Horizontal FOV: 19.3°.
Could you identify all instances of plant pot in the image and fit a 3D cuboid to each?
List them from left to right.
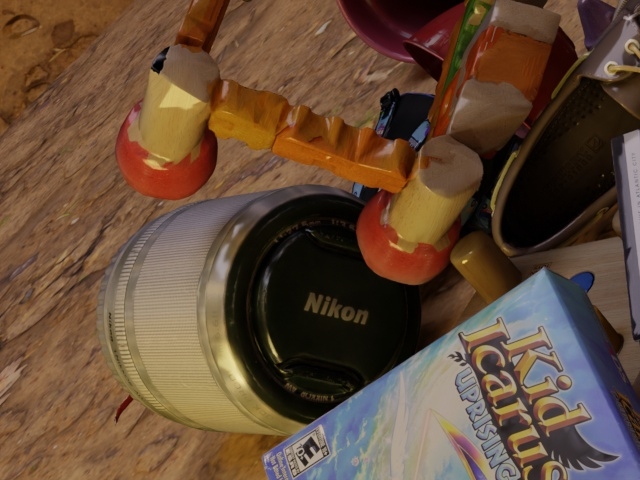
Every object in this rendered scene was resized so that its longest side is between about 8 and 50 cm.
[{"bbox_3d":[0.137,-0.329,2.198,0.201,0.201,0.180,-26,10,38],"label":"plant pot"}]

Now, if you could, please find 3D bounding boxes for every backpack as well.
[{"bbox_3d":[0.100,-0.047,1.788,0.173,0.117,0.158,-65,23,-5],"label":"backpack"}]

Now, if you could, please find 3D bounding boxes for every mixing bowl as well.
[{"bbox_3d":[0.178,-0.169,1.780,0.098,0.181,0.181,-51,21,-1],"label":"mixing bowl"}]

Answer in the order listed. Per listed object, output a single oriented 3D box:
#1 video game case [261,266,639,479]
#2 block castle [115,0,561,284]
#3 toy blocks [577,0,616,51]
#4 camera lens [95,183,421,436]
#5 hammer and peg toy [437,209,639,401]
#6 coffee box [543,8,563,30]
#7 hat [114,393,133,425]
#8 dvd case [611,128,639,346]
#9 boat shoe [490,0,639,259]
[{"bbox_3d":[0.108,0.193,1.187,0.244,0.061,0.269,-35,58,19],"label":"video game case"},{"bbox_3d":[0.037,-0.214,1.580,0.213,0.303,0.453,117,171,-67],"label":"block castle"},{"bbox_3d":[0.297,-0.265,1.654,0.309,0.260,0.288,-37,22,15],"label":"toy blocks"},{"bbox_3d":[-0.058,0.066,1.708,0.219,0.219,0.274,-52,23,-23],"label":"camera lens"},{"bbox_3d":[0.132,0.097,1.434,0.361,0.127,0.266,-13,36,53],"label":"hammer and peg toy"},{"bbox_3d":[0.198,-0.163,1.944,0.113,0.040,0.184,-33,23,24],"label":"coffee box"},{"bbox_3d":[-0.103,0.088,2.026,0.208,0.184,0.173,6,32,3],"label":"hat"},{"bbox_3d":[0.303,-0.031,1.251,0.221,0.018,0.164,-19,55,27],"label":"dvd case"},{"bbox_3d":[0.249,-0.114,1.516,0.324,0.116,0.097,-50,0,23],"label":"boat shoe"}]
